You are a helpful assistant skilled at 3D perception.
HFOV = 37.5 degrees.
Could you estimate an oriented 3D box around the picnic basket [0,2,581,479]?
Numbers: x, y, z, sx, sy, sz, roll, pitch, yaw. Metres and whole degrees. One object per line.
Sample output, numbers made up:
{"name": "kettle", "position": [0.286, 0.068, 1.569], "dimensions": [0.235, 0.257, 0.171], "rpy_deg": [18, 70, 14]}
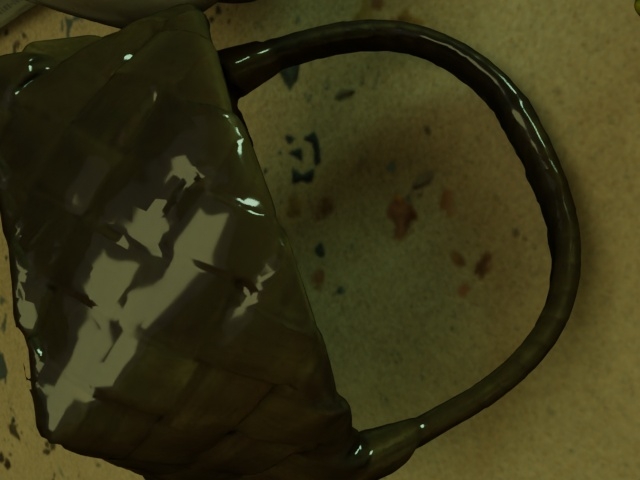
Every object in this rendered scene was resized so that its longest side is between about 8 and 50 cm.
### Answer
{"name": "picnic basket", "position": [0.000, 0.000, 0.573], "dimensions": [0.337, 0.337, 0.293], "rpy_deg": [-34, 65, 34]}

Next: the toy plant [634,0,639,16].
{"name": "toy plant", "position": [0.228, -0.167, 0.471], "dimensions": [0.162, 0.092, 0.093], "rpy_deg": [-50, 64, 28]}

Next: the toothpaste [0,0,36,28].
{"name": "toothpaste", "position": [-0.264, -0.258, 0.868], "dimensions": [0.323, 0.066, 0.100], "rpy_deg": [-9, 92, 42]}

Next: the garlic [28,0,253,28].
{"name": "garlic", "position": [-0.099, -0.254, 0.640], "dimensions": [0.325, 0.132, 0.279], "rpy_deg": [15, 70, 26]}
